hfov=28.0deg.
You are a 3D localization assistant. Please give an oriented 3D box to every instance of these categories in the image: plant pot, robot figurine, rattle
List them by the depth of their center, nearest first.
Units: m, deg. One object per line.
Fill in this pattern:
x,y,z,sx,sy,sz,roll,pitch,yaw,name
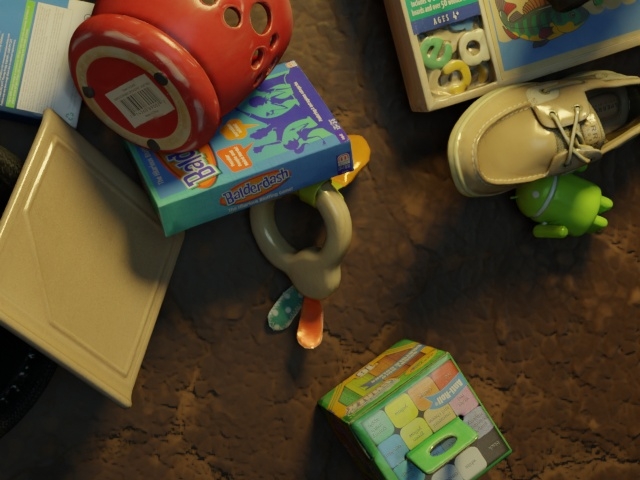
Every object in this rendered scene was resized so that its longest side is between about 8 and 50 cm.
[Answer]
-0.148,-0.199,1.292,0.191,0.191,0.174,40,54,-9,plant pot
0.000,0.000,1.433,0.130,0.143,0.199,-7,109,19,rattle
0.275,-0.046,1.473,0.115,0.067,0.101,23,75,-11,robot figurine

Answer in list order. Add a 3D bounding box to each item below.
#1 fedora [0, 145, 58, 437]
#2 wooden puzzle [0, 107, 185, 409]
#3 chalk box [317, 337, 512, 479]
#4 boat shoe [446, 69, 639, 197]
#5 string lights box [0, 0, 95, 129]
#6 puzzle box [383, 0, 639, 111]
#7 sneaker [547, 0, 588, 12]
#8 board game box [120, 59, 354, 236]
-0.406,0.054,1.261,0.334,0.152,0.334,2,87,-37,fedora
-0.239,0.020,1.283,0.221,0.044,0.238,44,45,-41,wooden puzzle
0.101,0.199,1.359,0.132,0.213,0.132,-34,97,-11,chalk box
0.262,-0.124,1.396,0.302,0.098,0.109,-21,106,-36,boat shoe
-0.370,-0.204,1.328,0.260,0.077,0.133,12,87,-12,string lights box
0.259,-0.331,1.446,0.409,0.052,0.272,-20,102,-15,puzzle box
0.289,-0.471,1.345,0.257,0.169,0.447,35,76,-12,sneaker
-0.092,-0.101,1.353,0.210,0.160,0.047,-21,136,-12,board game box
